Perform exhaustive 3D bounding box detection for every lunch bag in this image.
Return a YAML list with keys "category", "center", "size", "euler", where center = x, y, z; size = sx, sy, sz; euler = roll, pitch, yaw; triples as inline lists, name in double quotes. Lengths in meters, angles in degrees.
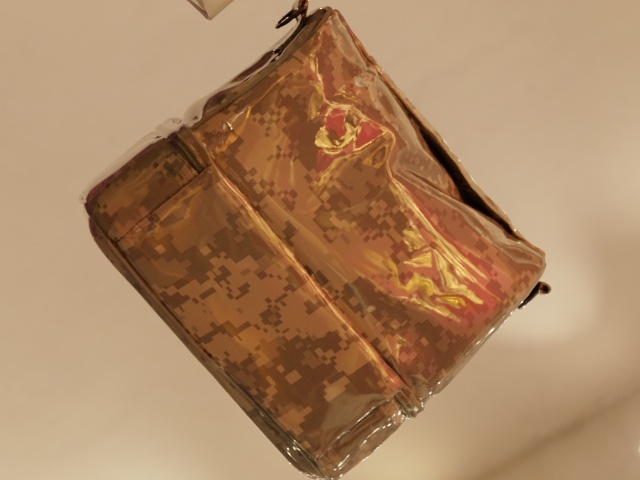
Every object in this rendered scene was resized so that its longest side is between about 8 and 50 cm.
- category: "lunch bag"
  center: [0.000, 0.000, 1.330]
  size: [0.256, 0.305, 0.212]
  euler: [-40, -171, -2]

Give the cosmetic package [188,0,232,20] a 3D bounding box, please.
- category: "cosmetic package"
  center: [-0.018, -0.303, 1.083]
  size: [0.296, 0.153, 0.129]
  euler: [-42, -118, -11]
